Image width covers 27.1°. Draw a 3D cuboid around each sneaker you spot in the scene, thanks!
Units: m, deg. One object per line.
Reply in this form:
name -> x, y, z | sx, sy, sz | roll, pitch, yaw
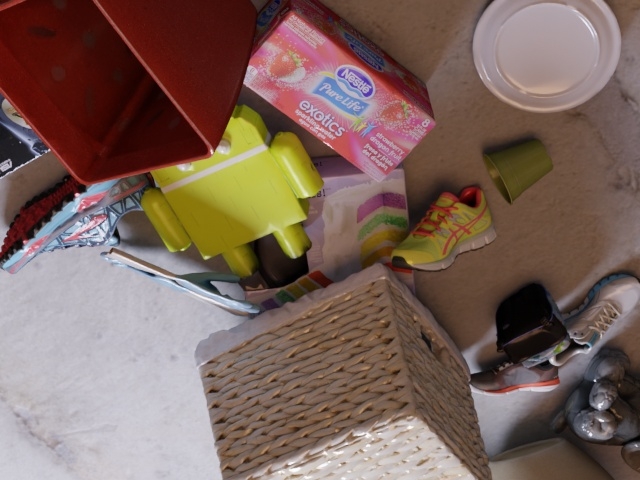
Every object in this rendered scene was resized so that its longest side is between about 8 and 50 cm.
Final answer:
sneaker -> 0.420, 0.129, 2.035 | 0.190, 0.083, 0.071 | -41, 113, 17
sneaker -> 0.299, 0.203, 2.093 | 0.157, 0.061, 0.065 | -4, 107, -10
sneaker -> -0.343, -0.017, 1.886 | 0.262, 0.104, 0.125 | -35, 120, 17
sneaker -> 0.169, -0.019, 1.895 | 0.081, 0.208, 0.094 | 10, 116, 40

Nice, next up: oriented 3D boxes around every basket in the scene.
basket -> 0.038, 0.266, 1.933 | 0.331, 0.266, 0.328 | -24, 138, 16

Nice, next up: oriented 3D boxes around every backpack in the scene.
backpack -> 0.318, 0.130, 2.009 | 0.105, 0.114, 0.084 | -31, 118, 17

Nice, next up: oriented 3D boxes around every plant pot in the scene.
plant pot -> -0.236, -0.258, 1.642 | 0.267, 0.236, 0.267 | -9, 128, 43
plant pot -> 0.358, 0.425, 2.125 | 0.284, 0.284, 0.191 | -17, 86, 6
plant pot -> 0.286, -0.105, 1.895 | 0.079, 0.083, 0.083 | -28, 119, -1

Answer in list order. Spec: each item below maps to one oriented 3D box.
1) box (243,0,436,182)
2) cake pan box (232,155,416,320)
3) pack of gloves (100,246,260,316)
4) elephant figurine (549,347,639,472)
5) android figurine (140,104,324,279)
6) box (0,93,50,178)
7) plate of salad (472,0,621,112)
box -> 0.019, -0.213, 1.778 | 0.257, 0.128, 0.122 | 35, 113, -21
cake pan box -> 0.000, 0.000, 1.940 | 0.266, 0.070, 0.246 | -5, 119, 1
pack of gloves -> -0.195, 0.046, 1.887 | 0.232, 0.195, 0.046 | 24, 82, -14
elephant figurine -> 0.517, 0.286, 2.082 | 0.239, 0.186, 0.169 | 23, 95, -7
android figurine -> -0.127, -0.076, 1.822 | 0.248, 0.056, 0.273 | -20, 118, 17
box -> -0.414, -0.186, 1.794 | 0.180, 0.077, 0.147 | -27, 119, 12
plate of salad -> 0.308, -0.267, 1.813 | 0.199, 0.048, 0.200 | 4, 123, 6
